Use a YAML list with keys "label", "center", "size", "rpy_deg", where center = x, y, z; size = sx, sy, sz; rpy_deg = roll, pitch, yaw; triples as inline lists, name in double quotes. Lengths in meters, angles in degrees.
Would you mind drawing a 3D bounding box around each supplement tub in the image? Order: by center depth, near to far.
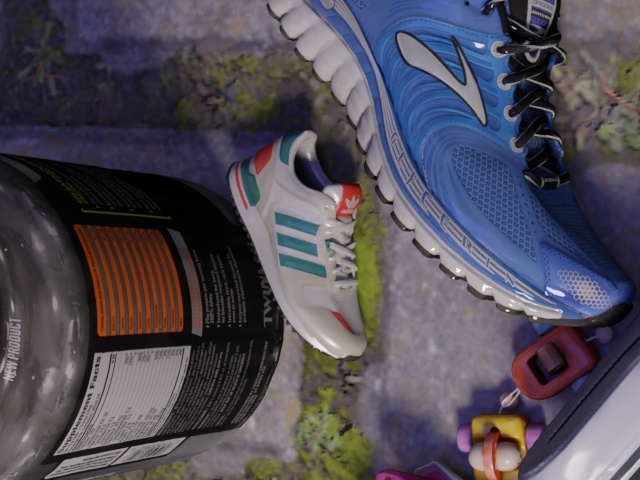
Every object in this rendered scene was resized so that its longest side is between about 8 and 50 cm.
- label: "supplement tub"
  center: [-0.181, 0.051, 0.922]
  size: [0.207, 0.338, 0.207]
  rpy_deg: [-1, 87, 25]

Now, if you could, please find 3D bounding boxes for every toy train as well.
- label: "toy train"
  center: [0.150, 0.133, 0.926]
  size: [0.125, 0.046, 0.166]
  rpy_deg: [-32, 75, 21]

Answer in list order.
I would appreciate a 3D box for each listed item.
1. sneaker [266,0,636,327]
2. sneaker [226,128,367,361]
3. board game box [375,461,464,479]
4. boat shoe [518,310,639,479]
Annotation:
- label: "sneaker"
  center: [0.096, -0.092, 0.915]
  size: [0.147, 0.130, 0.330]
  rpy_deg: [-39, 73, 21]
- label: "sneaker"
  center: [0.000, 0.000, 0.994]
  size: [0.075, 0.057, 0.161]
  rpy_deg: [-34, 72, 26]
- label: "board game box"
  center: [0.072, 0.380, 0.847]
  size: [0.390, 0.050, 0.390]
  rpy_deg: [37, 106, 53]
- label: "boat shoe"
  center: [0.260, 0.053, 0.853]
  size: [0.119, 0.121, 0.335]
  rpy_deg: [40, 103, -3]
